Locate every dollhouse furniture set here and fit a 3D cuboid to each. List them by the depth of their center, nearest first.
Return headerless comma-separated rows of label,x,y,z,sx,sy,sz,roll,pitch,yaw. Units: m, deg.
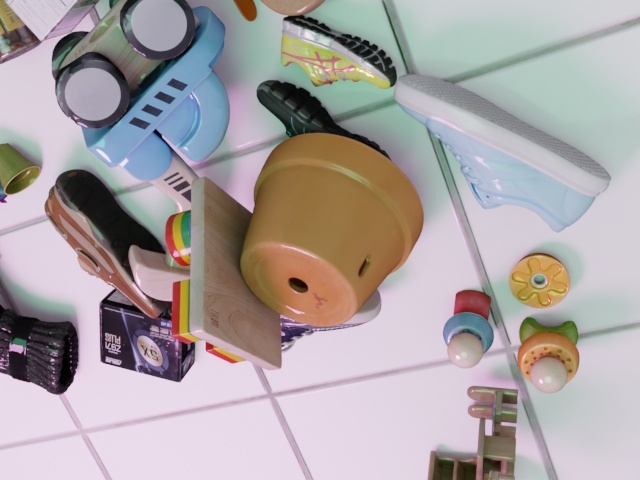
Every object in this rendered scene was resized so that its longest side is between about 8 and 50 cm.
dollhouse furniture set,0.273,0.410,1.445,0.161,0.212,0.242,3,142,14

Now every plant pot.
plant pot,0.000,0.000,1.279,0.291,0.203,0.291,17,141,14
plant pot,-0.600,-0.144,1.526,0.079,0.083,0.083,49,118,5

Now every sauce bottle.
sauce bottle,-0.606,-0.478,1.352,0.111,0.111,0.344,-19,106,23

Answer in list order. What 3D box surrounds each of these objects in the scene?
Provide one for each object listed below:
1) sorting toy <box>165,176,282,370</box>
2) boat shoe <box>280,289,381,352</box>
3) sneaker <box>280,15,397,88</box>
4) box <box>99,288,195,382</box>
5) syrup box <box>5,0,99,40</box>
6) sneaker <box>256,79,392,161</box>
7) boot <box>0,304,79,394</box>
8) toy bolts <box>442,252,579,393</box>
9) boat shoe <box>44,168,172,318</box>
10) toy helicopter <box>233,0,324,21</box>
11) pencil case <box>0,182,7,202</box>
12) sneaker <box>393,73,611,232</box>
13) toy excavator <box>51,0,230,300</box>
sorting toy,-0.162,0.067,1.296,0.089,0.255,0.257,-13,154,21
boat shoe,-0.051,0.142,1.480,0.340,0.127,0.158,6,130,15
sneaker,0.025,-0.285,1.274,0.208,0.081,0.094,28,121,14
box,-0.350,0.190,1.599,0.180,0.077,0.147,13,117,10
syrup box,-0.406,-0.448,1.313,0.237,0.093,0.096,-37,99,27
sneaker,-0.008,-0.162,1.324,0.267,0.101,0.106,38,121,-2
boot,-0.648,0.169,1.621,0.260,0.131,0.348,13,140,12
toy bolts,0.320,0.146,1.333,0.228,0.158,0.218,1,114,16
boat shoe,-0.407,0.015,1.523,0.120,0.122,0.324,-35,94,34
toy helicopter,-0.111,-0.499,1.206,0.235,0.140,0.355,-35,90,36
pencil case,-0.701,-0.097,1.580,0.151,0.064,0.070,-9,95,21
sneaker,0.260,-0.126,1.241,0.366,0.135,0.150,30,116,3
toy excavator,-0.263,-0.156,1.327,0.433,0.222,0.445,-45,121,4
